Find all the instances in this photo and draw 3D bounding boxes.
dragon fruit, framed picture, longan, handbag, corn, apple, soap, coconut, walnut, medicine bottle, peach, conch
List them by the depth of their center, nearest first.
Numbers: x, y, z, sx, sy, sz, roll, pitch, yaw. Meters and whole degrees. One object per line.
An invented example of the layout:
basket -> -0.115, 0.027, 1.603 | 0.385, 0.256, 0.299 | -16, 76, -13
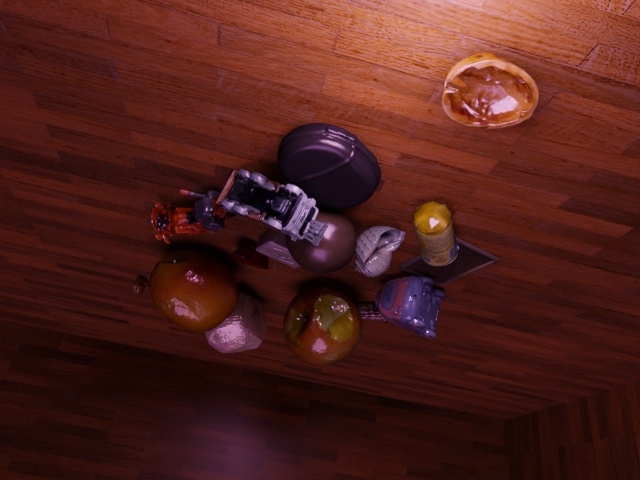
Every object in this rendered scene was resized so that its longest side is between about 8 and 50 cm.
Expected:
walnut -> 0.353, -0.324, 1.024 | 0.212, 0.086, 0.167 | 18, 142, -18
handbag -> 0.027, -0.198, 1.324 | 0.254, 0.092, 0.308 | -16, 141, 38
medicine bottle -> 0.358, -0.022, 1.505 | 0.124, 0.124, 0.238 | -2, 147, 19
longan -> 0.000, 0.000, 1.555 | 0.249, 0.248, 0.248 | 7, 150, 4
conch -> 0.180, 0.023, 1.620 | 0.131, 0.200, 0.172 | 30, 171, 47
framed picture -> 0.460, 0.082, 1.749 | 0.213, 0.016, 0.289 | 23, 147, -22
soap -> -0.132, 0.030, 1.785 | 0.183, 0.063, 0.121 | 26, 148, -25
dragon fruit -> -0.278, 0.052, 1.857 | 0.106, 0.083, 0.162 | -4, 158, 45
peach -> -0.509, 0.212, 1.954 | 0.373, 0.290, 0.372 | -9, 120, -16
apple -> 0.017, 0.363, 2.052 | 0.340, 0.339, 0.339 | 7, 150, 4
corn -> 0.239, 0.321, 2.162 | 0.237, 0.079, 0.079 | -1, 148, 13
coconut -> -0.407, 0.369, 2.216 | 0.255, 0.297, 0.297 | -12, 145, 12

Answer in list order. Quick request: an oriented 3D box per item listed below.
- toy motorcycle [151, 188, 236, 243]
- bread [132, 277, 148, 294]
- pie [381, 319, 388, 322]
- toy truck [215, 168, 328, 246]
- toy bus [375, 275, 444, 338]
toy motorcycle -> -0.441, -0.077, 1.633 | 0.326, 0.147, 0.221 | -17, 162, 41
bread -> -0.856, 0.215, 2.291 | 0.046, 0.083, 0.080 | 20, 107, 4
pie -> 0.249, 0.354, 2.249 | 0.170, 0.034, 0.092 | 15, 153, -8
toy truck -> -0.129, -0.090, 1.411 | 0.339, 0.132, 0.184 | 21, 170, 36
toy bus -> 0.344, 0.259, 1.916 | 0.232, 0.197, 0.294 | 3, 158, 35
